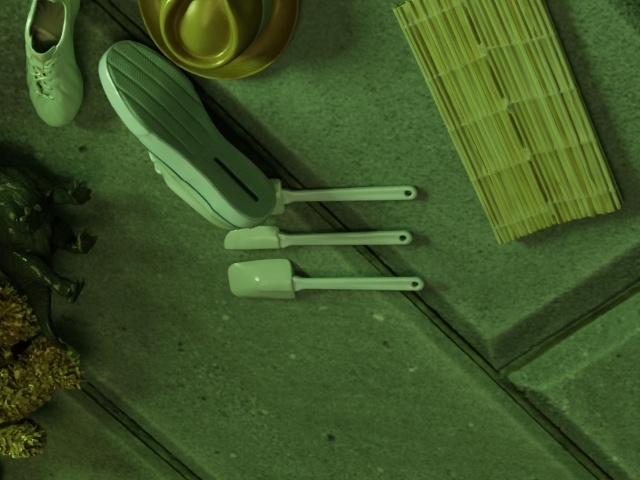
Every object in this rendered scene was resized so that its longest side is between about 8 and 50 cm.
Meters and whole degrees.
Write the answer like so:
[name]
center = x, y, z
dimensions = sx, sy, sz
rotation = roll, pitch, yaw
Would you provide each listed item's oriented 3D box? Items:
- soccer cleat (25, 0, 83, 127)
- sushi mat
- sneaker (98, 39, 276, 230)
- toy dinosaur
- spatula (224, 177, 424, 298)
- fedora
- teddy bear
[soccer cleat]
center = -0.298, -0.204, 1.715
dimensions = 0.068, 0.076, 0.196
rotation = 12, 125, 5
[sushi mat]
center = 0.205, -0.143, 1.671
dimensions = 0.151, 0.019, 0.316
rotation = -15, 118, 23
[sneaker]
center = -0.163, -0.106, 1.743
dimensions = 0.258, 0.094, 0.091
rotation = 51, 146, -8
[toy dinosaur]
center = -0.349, -0.013, 1.848
dimensions = 0.160, 0.121, 0.313
rotation = 17, 143, 38
[spatula]
center = 0.000, 0.000, 1.820
dimensions = 0.242, 0.019, 0.168
rotation = -1, 118, 13
[fedora]
center = -0.116, -0.245, 1.643
dimensions = 0.194, 0.079, 0.194
rotation = 6, 124, 9
[teddy bear]
center = -0.449, 0.192, 1.998
dimensions = 0.338, 0.113, 0.245
rotation = -19, 115, 24
